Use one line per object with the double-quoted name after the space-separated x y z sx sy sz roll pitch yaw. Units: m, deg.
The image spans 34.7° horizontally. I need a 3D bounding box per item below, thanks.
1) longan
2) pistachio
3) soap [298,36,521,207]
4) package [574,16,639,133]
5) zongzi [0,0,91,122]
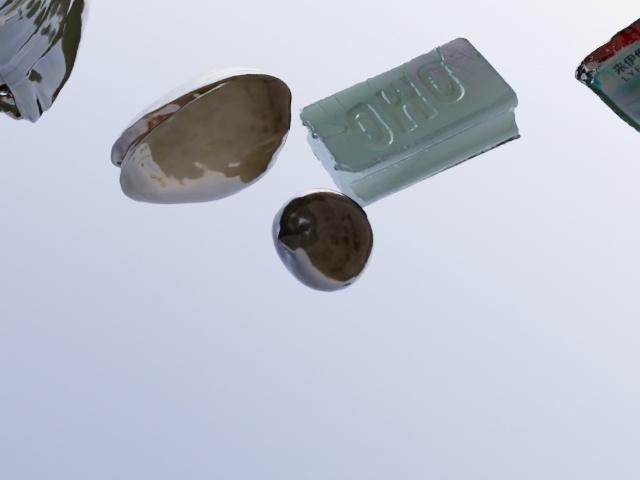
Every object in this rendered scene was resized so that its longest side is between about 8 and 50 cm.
0.000 0.000 0.985 0.113 0.092 0.113 25 -142 -21 "longan"
-0.111 -0.099 0.980 0.124 0.184 0.124 63 173 14 "pistachio"
0.113 -0.155 1.339 0.150 0.261 0.094 56 167 41 "soap"
0.354 -0.129 0.900 0.232 0.166 0.040 55 177 29 "package"
-0.354 -0.204 0.560 0.446 0.418 0.182 4 -97 -12 "zongzi"
